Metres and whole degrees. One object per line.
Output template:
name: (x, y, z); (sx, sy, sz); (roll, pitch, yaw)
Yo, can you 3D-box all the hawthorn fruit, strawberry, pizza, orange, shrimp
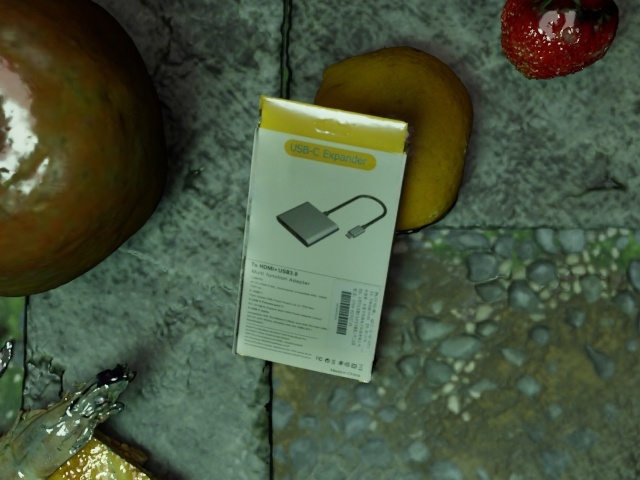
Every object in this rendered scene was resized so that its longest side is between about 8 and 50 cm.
hawthorn fruit: (-0.263, -0.090, 0.923); (0.267, 0.301, 0.268); (0, 90, 2)
strawberry: (0.206, -0.185, 0.990); (0.106, 0.106, 0.106); (-1, 85, 6)
pizza: (-0.186, 0.244, 1.010); (0.134, 0.046, 0.175); (0, 82, 9)
orange: (0.064, -0.090, 0.989); (0.160, 0.112, 0.170); (-41, 94, 1)
shrimp: (-0.257, 0.141, 1.002); (0.219, 0.046, 0.152); (-34, 65, 18)

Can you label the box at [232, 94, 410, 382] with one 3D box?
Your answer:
box: (0.000, 0.000, 0.963); (0.129, 0.033, 0.247); (12, 117, 8)
